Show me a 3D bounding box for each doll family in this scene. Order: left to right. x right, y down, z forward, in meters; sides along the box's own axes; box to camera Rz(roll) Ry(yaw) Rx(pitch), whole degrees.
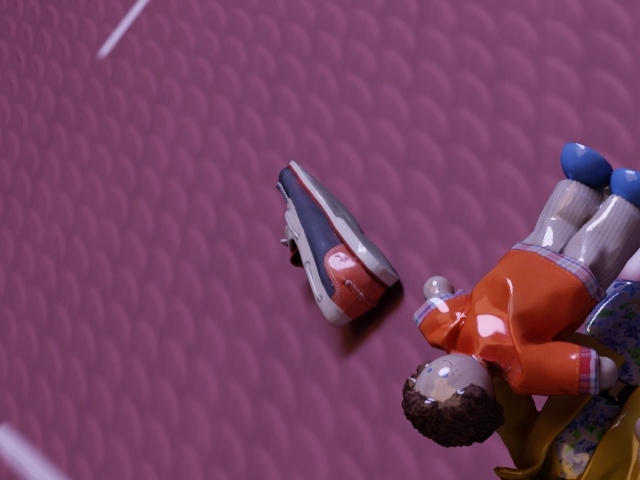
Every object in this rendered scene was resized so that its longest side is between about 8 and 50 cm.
[{"bbox_3d":[0.150,0.083,0.763,0.263,0.118,0.163,21,66,40],"label":"doll family"}]

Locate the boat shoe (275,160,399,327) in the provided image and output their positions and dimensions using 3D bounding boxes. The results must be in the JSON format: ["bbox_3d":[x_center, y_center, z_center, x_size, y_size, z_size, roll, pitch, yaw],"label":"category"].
[{"bbox_3d":[0.000,0.000,1.096,0.043,0.049,0.137,-47,34,8],"label":"boat shoe"}]
